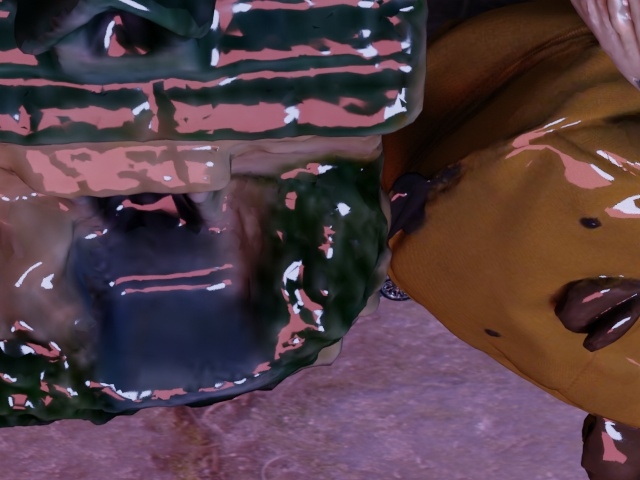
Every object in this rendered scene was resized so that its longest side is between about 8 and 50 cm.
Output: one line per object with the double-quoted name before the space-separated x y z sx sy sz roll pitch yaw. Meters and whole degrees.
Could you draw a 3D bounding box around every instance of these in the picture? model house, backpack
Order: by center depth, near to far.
"model house" -0.179 -0.110 0.776 0.445 0.395 0.400 -1 165 -2
"backpack" 0.211 -0.010 1.098 0.378 0.201 0.353 12 143 -12

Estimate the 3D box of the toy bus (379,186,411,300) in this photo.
"toy bus" 0.000 0.000 1.259 0.184 0.090 0.106 -22 136 35

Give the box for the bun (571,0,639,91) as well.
"bun" 0.221 -0.170 0.846 0.141 0.239 0.239 -22 161 -31
